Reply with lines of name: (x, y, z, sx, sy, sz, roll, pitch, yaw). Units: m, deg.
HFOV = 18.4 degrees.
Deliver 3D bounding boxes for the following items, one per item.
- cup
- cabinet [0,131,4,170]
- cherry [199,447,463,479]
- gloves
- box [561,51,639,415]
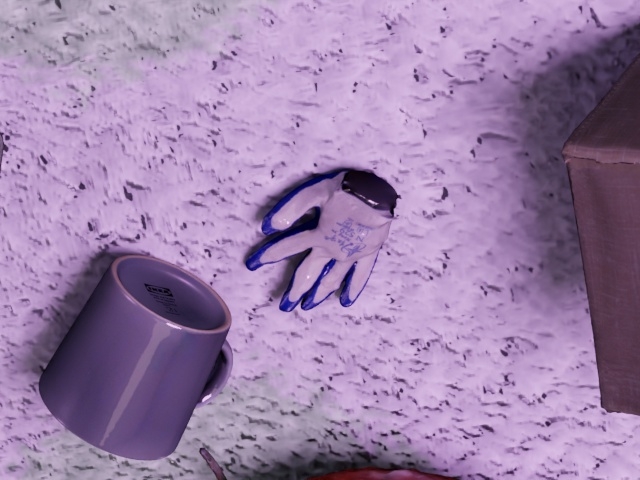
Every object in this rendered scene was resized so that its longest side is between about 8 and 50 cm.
cup: (-0.082, 0.058, 1.000, 0.100, 0.078, 0.077, 7, 120, -46)
cabinet: (-0.273, -0.026, 0.894, 0.206, 0.150, 0.145, -23, 123, 10)
cherry: (0.058, 0.209, 1.029, 0.250, 0.175, 0.192, 0, 105, -1)
gloves: (0.000, 0.000, 0.993, 0.064, 0.026, 0.086, 21, 121, -12)
box: (0.249, -0.008, 0.878, 0.231, 0.155, 0.149, 7, 125, 29)
